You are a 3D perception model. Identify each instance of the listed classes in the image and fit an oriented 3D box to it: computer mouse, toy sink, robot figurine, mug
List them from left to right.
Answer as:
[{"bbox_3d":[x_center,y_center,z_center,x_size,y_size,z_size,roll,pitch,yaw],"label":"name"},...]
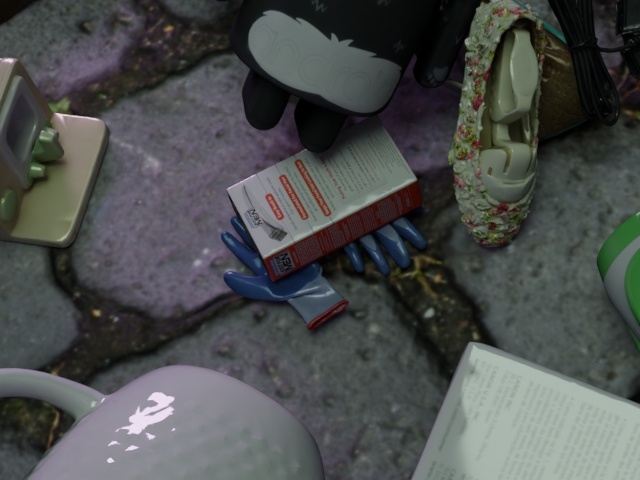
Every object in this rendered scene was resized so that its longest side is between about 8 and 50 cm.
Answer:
[{"bbox_3d":[-0.359,-0.098,1.675,0.234,0.131,0.153,9,66,15],"label":"toy sink"},{"bbox_3d":[-0.181,0.256,1.349,0.374,0.276,0.328,33,60,-8],"label":"mug"},{"bbox_3d":[0.020,-0.228,1.545,0.173,0.209,0.278,39,112,35],"label":"robot figurine"},{"bbox_3d":[0.311,-0.244,1.580,0.262,0.184,0.060,-34,24,-27],"label":"computer mouse"}]

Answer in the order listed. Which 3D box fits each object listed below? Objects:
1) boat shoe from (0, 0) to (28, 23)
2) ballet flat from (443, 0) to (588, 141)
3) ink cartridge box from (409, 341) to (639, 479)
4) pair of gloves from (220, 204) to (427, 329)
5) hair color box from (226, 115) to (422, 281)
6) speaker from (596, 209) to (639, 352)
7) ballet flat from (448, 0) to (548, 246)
[{"bbox_3d":[-0.357,-0.299,1.812,0.223,0.080,0.073,-32,56,-11],"label":"boat shoe"},{"bbox_3d":[0.135,-0.227,1.637,0.124,0.116,0.342,-45,80,4],"label":"ballet flat"},{"bbox_3d":[0.242,0.294,1.342,0.385,0.091,0.308,21,83,18],"label":"ink cartridge box"},{"bbox_3d":[0.000,0.000,1.613,0.198,0.023,0.159,-38,61,-9],"label":"pair of gloves"},{"bbox_3d":[0.004,-0.042,1.592,0.167,0.053,0.093,-26,59,-5],"label":"hair color box"},{"bbox_3d":[0.366,0.104,1.426,0.131,0.131,0.296,-30,61,-4],"label":"speaker"},{"bbox_3d":[0.171,-0.110,1.537,0.091,0.077,0.241,-3,98,-21],"label":"ballet flat"}]
